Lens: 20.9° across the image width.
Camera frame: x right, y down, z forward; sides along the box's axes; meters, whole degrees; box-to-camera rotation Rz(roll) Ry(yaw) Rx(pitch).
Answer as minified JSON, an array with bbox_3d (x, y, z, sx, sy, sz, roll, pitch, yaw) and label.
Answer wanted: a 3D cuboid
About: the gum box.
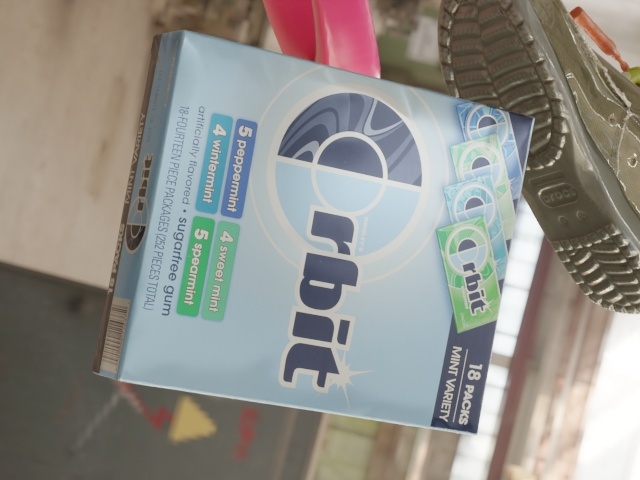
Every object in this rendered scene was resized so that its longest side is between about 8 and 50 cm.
[{"bbox_3d":[0.000,0.000,0.801,0.041,0.184,0.157,5,-96,64],"label":"gum box"}]

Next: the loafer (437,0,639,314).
[{"bbox_3d":[0.159,-0.073,1.093,0.094,0.251,0.087,-6,-150,50],"label":"loafer"}]

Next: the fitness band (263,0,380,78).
[{"bbox_3d":[-0.017,-0.220,0.952,0.209,0.054,0.291,151,-76,-81],"label":"fitness band"}]

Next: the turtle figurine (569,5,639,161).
[{"bbox_3d":[0.240,-0.021,1.202,0.217,0.087,0.270,41,-22,49],"label":"turtle figurine"}]
